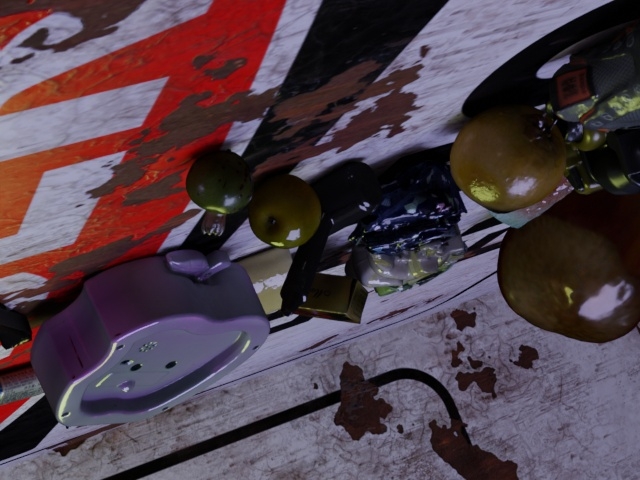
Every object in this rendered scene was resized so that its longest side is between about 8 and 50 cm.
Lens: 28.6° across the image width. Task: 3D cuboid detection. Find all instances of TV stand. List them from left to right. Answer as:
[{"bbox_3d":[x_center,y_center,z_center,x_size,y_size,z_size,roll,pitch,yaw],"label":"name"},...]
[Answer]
[{"bbox_3d":[-0.417,0.109,1.594,0.049,0.040,0.256,-21,173,-4],"label":"TV stand"}]

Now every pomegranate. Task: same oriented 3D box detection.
[{"bbox_3d":[-0.101,-0.051,1.300,0.073,0.084,0.073,-16,179,0],"label":"pomegranate"}]

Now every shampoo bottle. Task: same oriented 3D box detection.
[{"bbox_3d":[-0.501,0.240,2.094,0.183,0.050,0.087,-13,164,-42],"label":"shampoo bottle"}]

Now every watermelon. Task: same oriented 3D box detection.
[{"bbox_3d":[0.373,-0.121,2.024,0.241,0.094,0.154,-28,159,25],"label":"watermelon"}]

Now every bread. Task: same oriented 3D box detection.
[{"bbox_3d":[-0.125,0.082,1.964,0.178,0.060,0.139,-20,150,-11],"label":"bread"}]

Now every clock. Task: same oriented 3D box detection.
[{"bbox_3d":[-0.234,0.139,1.770,0.338,0.102,0.338,-24,157,-11],"label":"clock"}]

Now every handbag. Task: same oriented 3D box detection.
[{"bbox_3d":[0.118,-0.042,1.760,0.162,0.113,0.260,-17,179,10],"label":"handbag"}]

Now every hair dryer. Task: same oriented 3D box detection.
[{"bbox_3d":[-0.001,0.001,1.542,0.114,0.070,0.248,-28,-157,32],"label":"hair dryer"}]

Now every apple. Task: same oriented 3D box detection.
[{"bbox_3d":[-0.044,-0.035,1.500,0.089,0.089,0.074,-28,-177,32],"label":"apple"}]

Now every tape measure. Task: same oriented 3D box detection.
[{"bbox_3d":[0.186,0.045,2.450,0.177,0.087,0.154,-24,170,-4],"label":"tape measure"}]

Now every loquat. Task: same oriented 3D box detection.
[{"bbox_3d":[0.241,-0.107,1.607,0.163,0.137,0.163,-7,157,-3],"label":"loquat"}]

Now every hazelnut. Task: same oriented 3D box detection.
[{"bbox_3d":[0.527,0.027,2.498,0.366,0.366,0.366,-21,170,-4],"label":"hazelnut"}]

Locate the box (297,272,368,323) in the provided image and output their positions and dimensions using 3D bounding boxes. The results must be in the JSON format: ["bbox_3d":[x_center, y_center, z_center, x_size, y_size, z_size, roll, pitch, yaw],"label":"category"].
[{"bbox_3d":[-0.008,0.096,2.162,0.159,0.071,0.240,10,174,8],"label":"box"}]

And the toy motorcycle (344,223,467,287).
[{"bbox_3d":[0.144,0.021,2.187,0.223,0.108,0.340,-15,170,6],"label":"toy motorcycle"}]

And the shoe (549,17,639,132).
[{"bbox_3d":[0.351,-0.194,1.459,0.171,0.132,0.336,-13,174,4],"label":"shoe"}]

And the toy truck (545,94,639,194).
[{"bbox_3d":[0.386,-0.128,1.715,0.147,0.165,0.224,-19,171,-13],"label":"toy truck"}]
